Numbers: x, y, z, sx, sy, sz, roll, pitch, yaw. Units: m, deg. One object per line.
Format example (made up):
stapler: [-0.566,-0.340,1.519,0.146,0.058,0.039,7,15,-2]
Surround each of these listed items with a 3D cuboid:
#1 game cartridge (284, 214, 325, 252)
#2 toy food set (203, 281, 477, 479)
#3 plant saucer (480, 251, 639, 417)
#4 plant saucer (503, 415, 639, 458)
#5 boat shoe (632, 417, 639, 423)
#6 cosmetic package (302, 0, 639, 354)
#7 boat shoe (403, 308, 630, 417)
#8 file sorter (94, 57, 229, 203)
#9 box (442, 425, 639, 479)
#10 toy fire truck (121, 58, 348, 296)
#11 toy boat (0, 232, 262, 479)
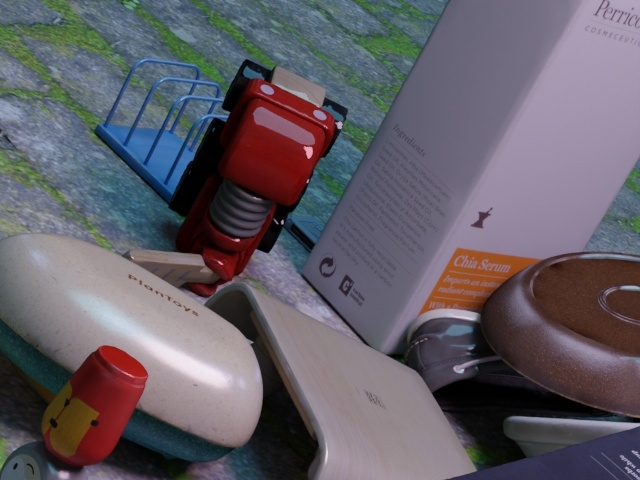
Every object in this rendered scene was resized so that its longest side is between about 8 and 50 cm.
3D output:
game cartridge: [0.000,0.000,2.100,0.056,0.017,0.083,1,33,-44]
toy food set: [0.021,0.174,1.642,0.220,0.092,0.306,29,18,-33]
plant saucer: [0.317,0.083,1.851,0.311,0.050,0.310,7,24,-3]
plant saucer: [0.375,0.227,1.780,0.400,0.100,0.400,3,-6,0]
boat shoe: [0.504,0.220,2.068,0.340,0.127,0.158,27,17,-7]
cosmetic package: [0.198,-0.097,1.954,0.230,0.453,0.161,6,30,-44]
boat shoe: [0.250,0.146,1.900,0.335,0.112,0.095,7,45,-8]
file sorter: [-0.142,-0.115,2.061,0.118,0.104,0.170,1,34,-50]
box: [0.243,0.322,1.354,0.312,0.179,0.343,-6,39,-42]
toy fire truck: [-0.097,-0.038,1.814,0.158,0.217,0.246,26,35,-9]
toy boat: [-0.179,0.115,1.455,0.267,0.148,0.318,32,13,-6]
